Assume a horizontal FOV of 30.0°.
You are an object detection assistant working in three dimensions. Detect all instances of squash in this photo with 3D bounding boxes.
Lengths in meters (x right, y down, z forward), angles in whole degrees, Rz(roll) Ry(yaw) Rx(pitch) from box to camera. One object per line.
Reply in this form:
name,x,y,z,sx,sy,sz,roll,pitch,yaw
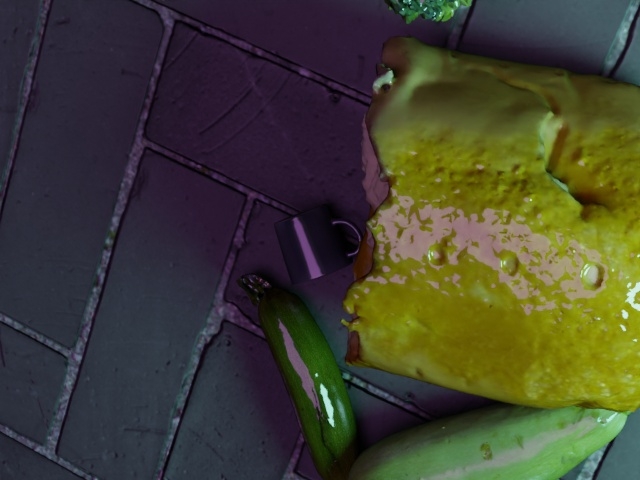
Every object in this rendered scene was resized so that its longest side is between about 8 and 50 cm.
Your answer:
squash,0.199,0.246,1.375,0.370,0.118,0.118,-22,96,22
squash,-0.011,0.180,1.460,0.080,0.071,0.318,-20,97,27

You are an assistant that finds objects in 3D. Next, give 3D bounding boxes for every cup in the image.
cup,0.000,0.000,1.403,0.100,0.078,0.077,-19,93,16

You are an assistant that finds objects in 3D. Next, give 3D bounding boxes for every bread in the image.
bread,0.205,0.002,1.218,0.394,0.250,0.361,13,111,18

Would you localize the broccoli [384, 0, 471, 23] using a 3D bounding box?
broccoli,0.030,-0.339,1.206,0.397,0.275,0.353,-45,42,21
